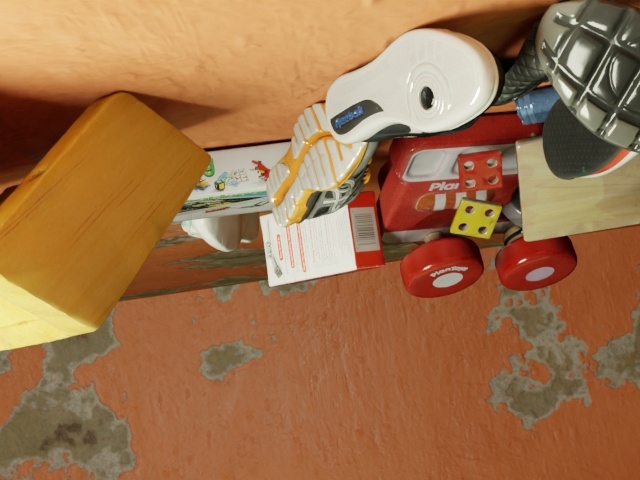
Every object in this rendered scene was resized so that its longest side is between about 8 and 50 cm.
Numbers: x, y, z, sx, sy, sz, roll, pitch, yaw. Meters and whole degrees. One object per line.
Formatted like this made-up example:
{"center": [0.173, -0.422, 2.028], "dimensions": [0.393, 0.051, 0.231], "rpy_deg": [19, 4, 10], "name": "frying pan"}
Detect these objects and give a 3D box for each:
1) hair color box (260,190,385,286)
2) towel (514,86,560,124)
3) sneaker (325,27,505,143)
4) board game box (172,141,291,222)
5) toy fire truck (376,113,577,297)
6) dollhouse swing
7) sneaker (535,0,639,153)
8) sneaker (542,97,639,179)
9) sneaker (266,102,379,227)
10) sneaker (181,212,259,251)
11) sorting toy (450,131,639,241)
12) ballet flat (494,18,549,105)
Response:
{"center": [0.000, 0.000, 1.289], "dimensions": [0.053, 0.093, 0.167], "rpy_deg": [-4, 174, -42], "name": "hair color box"}
{"center": [0.260, -0.146, 1.073], "dimensions": [0.119, 0.029, 0.067], "rpy_deg": [-9, 174, 15], "name": "towel"}
{"center": [0.105, -0.127, 0.858], "dimensions": [0.121, 0.079, 0.217], "rpy_deg": [-9, -177, -29], "name": "sneaker"}
{"center": [-0.122, -0.063, 1.215], "dimensions": [0.305, 0.053, 0.193], "rpy_deg": [-7, 175, -10], "name": "board game box"}
{"center": [0.213, -0.064, 1.258], "dimensions": [0.302, 0.169, 0.254], "rpy_deg": [-4, 152, -14], "name": "toy fire truck"}
{"center": [-0.352, -0.064, 0.868], "dimensions": [0.347, 0.305, 0.315], "rpy_deg": [-13, -146, 34], "name": "dollhouse swing"}
{"center": [0.287, -0.109, 0.792], "dimensions": [0.267, 0.101, 0.106], "rpy_deg": [28, -145, 3], "name": "sneaker"}
{"center": [0.327, -0.126, 0.968], "dimensions": [0.145, 0.090, 0.270], "rpy_deg": [-5, 164, -21], "name": "sneaker"}
{"center": [0.015, -0.079, 1.049], "dimensions": [0.083, 0.084, 0.215], "rpy_deg": [-7, 166, -24], "name": "sneaker"}
{"center": [-0.156, -0.024, 1.476], "dimensions": [0.094, 0.080, 0.212], "rpy_deg": [2, 178, 12], "name": "sneaker"}
{"center": [0.272, -0.071, 1.151], "dimensions": [0.275, 0.132, 0.046], "rpy_deg": [-10, -142, 5], "name": "sorting toy"}
{"center": [0.172, -0.152, 0.896], "dimensions": [0.057, 0.049, 0.173], "rpy_deg": [-41, -174, -13], "name": "ballet flat"}
